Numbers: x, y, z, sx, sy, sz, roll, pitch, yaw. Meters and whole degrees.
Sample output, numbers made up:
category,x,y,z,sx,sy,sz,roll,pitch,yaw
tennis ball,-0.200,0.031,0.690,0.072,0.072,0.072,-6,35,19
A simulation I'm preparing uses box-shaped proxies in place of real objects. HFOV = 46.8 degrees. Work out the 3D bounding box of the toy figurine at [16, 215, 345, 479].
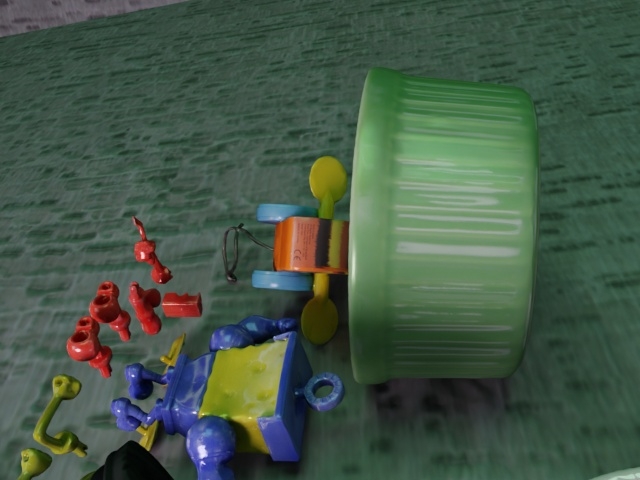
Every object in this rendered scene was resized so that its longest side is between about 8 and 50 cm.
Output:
category,x,y,z,sx,sy,sz,roll,pitch,yaw
toy figurine,-0.090,0.142,0.656,0.217,0.191,0.362,-1,37,8

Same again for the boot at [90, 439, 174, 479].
category,x,y,z,sx,sy,sz,roll,pitch,yaw
boot,-0.152,0.246,0.391,0.207,0.094,0.246,-32,36,-2

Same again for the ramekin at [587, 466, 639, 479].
category,x,y,z,sx,sy,sz,roll,pitch,yaw
ramekin,0.221,0.275,0.398,0.277,0.135,0.277,-9,35,6

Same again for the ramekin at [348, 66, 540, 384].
category,x,y,z,sx,sy,sz,roll,pitch,yaw
ramekin,0.118,-0.010,0.707,0.148,0.303,0.303,3,37,9

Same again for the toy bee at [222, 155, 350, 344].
category,x,y,z,sx,sy,sz,roll,pitch,yaw
toy bee,0.000,0.000,0.845,0.162,0.195,0.298,4,18,-19
